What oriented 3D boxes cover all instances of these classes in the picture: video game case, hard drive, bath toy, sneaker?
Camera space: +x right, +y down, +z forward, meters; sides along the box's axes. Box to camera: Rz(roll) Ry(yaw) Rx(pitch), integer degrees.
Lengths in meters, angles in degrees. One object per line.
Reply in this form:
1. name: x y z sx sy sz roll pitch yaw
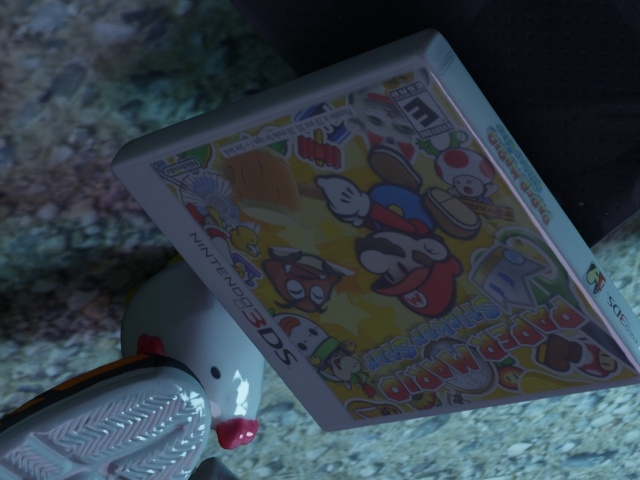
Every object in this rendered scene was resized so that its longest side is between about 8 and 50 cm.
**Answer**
1. video game case: 0.027 0.008 0.832 0.227 0.026 0.206 -16 120 44
2. hard drive: 0.074 -0.116 0.774 0.255 0.054 0.172 43 120 -9
3. bath toy: 0.000 0.000 0.964 0.151 0.129 0.348 15 133 -41
4. sneaker: -0.224 0.137 0.999 0.321 0.180 0.124 -34 130 3

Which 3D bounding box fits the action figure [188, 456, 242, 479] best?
1. action figure: -0.221 0.228 1.170 0.330 0.178 0.341 -19 -174 -13
